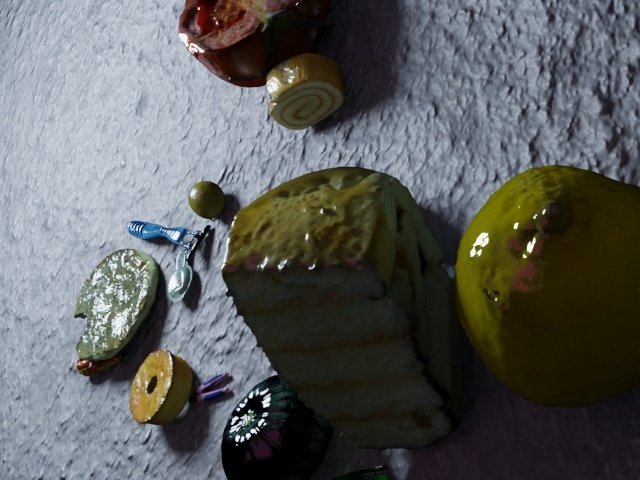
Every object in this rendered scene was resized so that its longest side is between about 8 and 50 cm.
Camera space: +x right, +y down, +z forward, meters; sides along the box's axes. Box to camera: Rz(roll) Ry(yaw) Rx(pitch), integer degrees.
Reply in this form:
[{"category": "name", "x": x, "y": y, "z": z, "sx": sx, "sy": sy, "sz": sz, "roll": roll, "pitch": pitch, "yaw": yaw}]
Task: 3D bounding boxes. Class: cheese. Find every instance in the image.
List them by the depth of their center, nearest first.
[{"category": "cheese", "x": -0.262, "y": 0.066, "z": 2.074, "sx": 0.067, "sy": 0.026, "sz": 0.121, "roll": -31, "pitch": 43, "yaw": 33}]

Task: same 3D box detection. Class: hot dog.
[{"category": "hot dog", "x": -0.443, "y": 0.235, "z": 2.203, "sx": 0.144, "sy": 0.038, "sz": 0.062, "roll": -23, "pitch": 59, "yaw": 41}]

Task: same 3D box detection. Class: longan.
[{"category": "longan", "x": -0.211, "y": -0.071, "z": 2.046, "sx": 0.075, "sy": 0.075, "sz": 0.083, "roll": -127, "pitch": 24, "yaw": -45}]

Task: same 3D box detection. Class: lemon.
[{"category": "lemon", "x": 0.282, "y": 0.047, "z": 1.261, "sx": 0.268, "sy": 0.322, "sz": 0.268, "roll": -11, "pitch": 44, "yaw": 10}]

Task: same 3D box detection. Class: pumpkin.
[{"category": "pumpkin", "x": -0.063, "y": 0.300, "z": 1.671, "sx": 0.202, "sy": 0.140, "sz": 0.202, "roll": -42, "pitch": 26, "yaw": 26}]

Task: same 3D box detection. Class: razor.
[{"category": "razor", "x": -0.306, "y": -0.014, "z": 2.140, "sx": 0.253, "sy": 0.042, "sz": 0.082, "roll": 10, "pitch": 65, "yaw": 53}]

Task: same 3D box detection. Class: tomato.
[{"category": "tomato", "x": -0.104, "y": -0.381, "z": 1.971, "sx": 0.309, "sy": 0.170, "sz": 0.309, "roll": -13, "pitch": 40, "yaw": 12}]

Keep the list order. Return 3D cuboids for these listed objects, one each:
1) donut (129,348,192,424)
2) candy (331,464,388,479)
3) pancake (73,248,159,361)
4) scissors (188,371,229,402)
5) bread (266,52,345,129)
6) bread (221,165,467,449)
[{"category": "donut", "x": -0.287, "y": 0.269, "z": 1.992, "sx": 0.152, "sy": 0.058, "sz": 0.152, "roll": -33, "pitch": 45, "yaw": 40}, {"category": "candy", "x": 0.040, "y": 0.423, "z": 1.556, "sx": 0.141, "sy": 0.078, "sz": 0.203, "roll": -16, "pitch": 58, "yaw": 44}, {"category": "pancake", "x": -0.408, "y": 0.125, "z": 2.184, "sx": 0.253, "sy": 0.037, "sz": 0.253, "roll": -26, "pitch": 47, "yaw": 32}, {"category": "scissors", "x": -0.197, "y": 0.263, "z": 1.933, "sx": 0.113, "sy": 0.012, "sz": 0.039, "roll": -28, "pitch": 55, "yaw": 40}, {"category": "bread", "x": -0.030, "y": -0.257, "z": 1.868, "sx": 0.149, "sy": 0.122, "sz": 0.073, "roll": -28, "pitch": 53, "yaw": 38}, {"category": "bread", "x": 0.062, "y": 0.076, "z": 1.515, "sx": 0.239, "sy": 0.395, "sz": 0.264, "roll": -12, "pitch": 41, "yaw": 26}]
